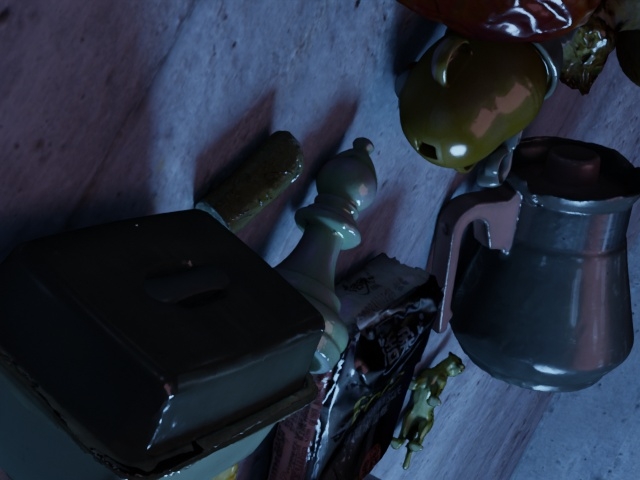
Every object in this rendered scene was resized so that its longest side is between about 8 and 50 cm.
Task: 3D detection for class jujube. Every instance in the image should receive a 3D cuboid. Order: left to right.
[{"bbox_3d":[0.155,-0.281,1.144,0.174,0.250,0.174,-43,145,-41],"label":"jujube"}]

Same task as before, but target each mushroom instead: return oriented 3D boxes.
[{"bbox_3d":[0.515,-0.385,1.876,0.331,0.356,0.334,60,22,-61],"label":"mushroom"}]

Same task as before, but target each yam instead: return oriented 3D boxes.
[{"bbox_3d":[-0.067,-0.053,1.172,0.132,0.054,0.054,-45,151,-35],"label":"yam"}]

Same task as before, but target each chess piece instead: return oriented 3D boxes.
[{"bbox_3d":[0.000,0.000,1.310,0.139,0.139,0.272,67,42,-61],"label":"chess piece"}]

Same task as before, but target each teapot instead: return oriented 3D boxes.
[{"bbox_3d":[0.335,0.031,1.873,0.376,0.305,0.362,-8,117,-28],"label":"teapot"}]

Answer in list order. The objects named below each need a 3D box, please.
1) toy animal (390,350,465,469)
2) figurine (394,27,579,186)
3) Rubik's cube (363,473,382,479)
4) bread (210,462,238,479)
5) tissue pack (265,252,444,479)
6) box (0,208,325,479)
[{"bbox_3d":[0.180,0.290,2.036,0.136,0.073,0.181,-33,140,-62],"label":"toy animal"},{"bbox_3d":[0.197,-0.208,1.414,0.342,0.167,0.285,48,61,-35],"label":"figurine"},{"bbox_3d":[0.033,0.562,1.658,0.347,0.352,0.351,-17,127,-59],"label":"Rubik's cube"},{"bbox_3d":[-0.205,0.276,1.131,0.294,0.132,0.167,-42,150,-42],"label":"bread"},{"bbox_3d":[0.036,0.202,1.570,0.245,0.123,0.332,-34,144,-53],"label":"tissue pack"},{"bbox_3d":[-0.142,0.094,0.967,0.166,0.220,0.290,-58,160,24],"label":"box"}]
